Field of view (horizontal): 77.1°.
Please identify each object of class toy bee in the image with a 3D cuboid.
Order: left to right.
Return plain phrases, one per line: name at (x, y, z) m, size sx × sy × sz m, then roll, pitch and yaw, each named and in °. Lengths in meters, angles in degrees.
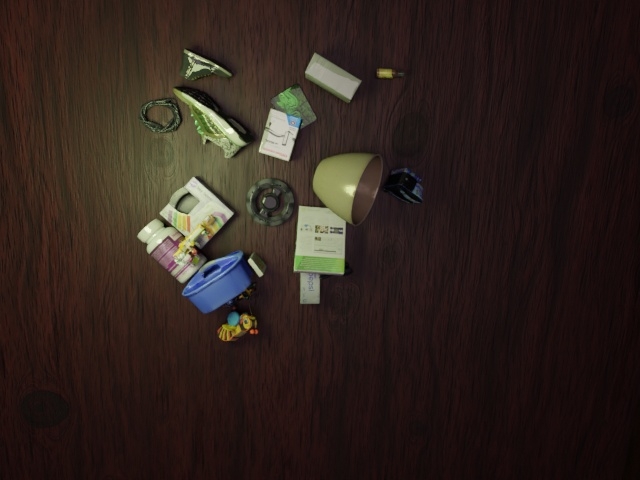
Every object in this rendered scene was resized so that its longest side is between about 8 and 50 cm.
toy bee at (-0.382, 0.411, 1.951) m, size 0.195 × 0.162 × 0.298 m, roll -3°, pitch 135°, yaw -40°

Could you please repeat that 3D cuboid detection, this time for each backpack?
backpack at (0.409, -0.248, 1.885) m, size 0.173 × 0.158 × 0.116 m, roll 29°, pitch 80°, yaw -21°

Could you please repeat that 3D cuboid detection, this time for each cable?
cable at (-0.735, -0.564, 1.831) m, size 0.185 × 0.047 × 0.150 m, roll -10°, pitch 106°, yaw -3°

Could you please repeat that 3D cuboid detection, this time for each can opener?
can opener at (0.070, 0.148, 1.960) m, size 0.186 × 0.073 × 0.059 m, roll -9°, pitch 105°, yaw -32°

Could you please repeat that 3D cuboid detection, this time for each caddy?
caddy at (-0.482, 0.178, 1.882) m, size 0.342 × 0.241 × 0.179 m, roll -32°, pitch 109°, yaw 3°

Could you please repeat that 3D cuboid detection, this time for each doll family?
doll family at (-0.405, 0.268, 1.991) m, size 0.193 × 0.076 × 0.111 m, roll -31°, pitch 105°, yaw 9°

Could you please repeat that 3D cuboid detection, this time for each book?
book at (-0.305, 0.113, 1.925) m, size 0.035 × 0.144 × 0.096 m, roll -34°, pitch 101°, yaw 4°

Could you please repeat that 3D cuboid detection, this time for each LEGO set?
LEGO set at (-0.554, 0.018, 1.814) m, size 0.132 × 0.286 × 0.107 m, roll -26°, pitch 119°, yaw 39°

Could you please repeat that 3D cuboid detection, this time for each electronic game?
electronic game at (-0.239, -0.182, 1.919) m, size 0.230 × 0.048 × 0.229 m, roll -1°, pitch 99°, yaw -3°

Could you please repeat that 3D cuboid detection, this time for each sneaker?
sneaker at (-0.511, -0.752, 1.793) m, size 0.222 × 0.083 × 0.118 m, roll 22°, pitch 118°, yaw -13°
sneaker at (-0.514, -0.523, 1.805) m, size 0.410 × 0.158 × 0.182 m, roll 41°, pitch 114°, yaw -4°

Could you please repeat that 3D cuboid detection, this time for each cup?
cup at (0.107, -0.257, 1.811) m, size 0.237 × 0.331 × 0.330 m, roll 21°, pitch 100°, yaw 20°

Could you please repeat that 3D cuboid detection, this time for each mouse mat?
mouse mat at (-0.123, -0.609, 1.863) m, size 0.153 × 0.007 × 0.189 m, roll -30°, pitch 100°, yaw 4°

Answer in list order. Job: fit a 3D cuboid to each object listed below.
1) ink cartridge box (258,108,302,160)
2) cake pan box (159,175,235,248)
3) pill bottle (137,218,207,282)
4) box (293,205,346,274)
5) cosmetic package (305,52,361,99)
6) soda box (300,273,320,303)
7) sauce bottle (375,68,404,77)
ink cartridge box at (-0.182, -0.480, 1.841) m, size 0.148 × 0.086 × 0.202 m, roll 17°, pitch 102°, yaw -5°
cake pan box at (-0.583, -0.135, 1.906) m, size 0.246 × 0.070 × 0.267 m, roll -45°, pitch 100°, yaw 4°
pill bottle at (-0.697, 0.044, 1.883) m, size 0.169 × 0.169 × 0.301 m, roll -44°, pitch 100°, yaw 6°
box at (0.000, 0.000, 1.889) m, size 0.233 × 0.058 × 0.321 m, roll 5°, pitch 71°, yaw -3°
cosmetic package at (0.054, -0.719, 1.789) m, size 0.238 × 0.127 × 0.107 m, roll 26°, pitch 99°, yaw -9°
soda box at (-0.051, 0.164, 1.972) m, size 0.098 × 0.091 × 0.285 m, roll 0°, pitch 101°, yaw -4°
sauce bottle at (0.318, -0.762, 1.833) m, size 0.128 × 0.042 × 0.042 m, roll 2°, pitch 101°, yaw -1°
